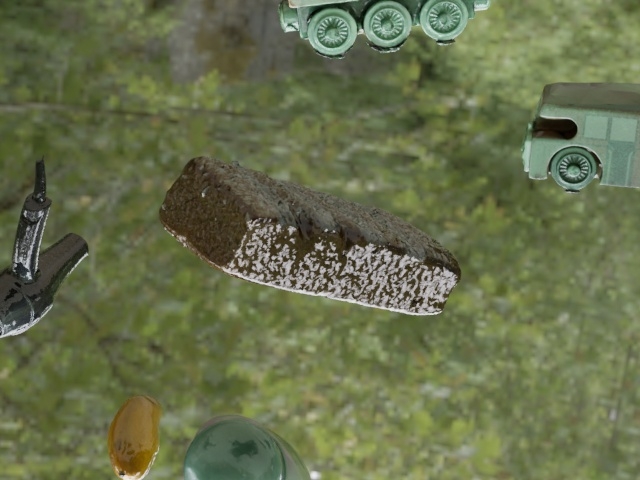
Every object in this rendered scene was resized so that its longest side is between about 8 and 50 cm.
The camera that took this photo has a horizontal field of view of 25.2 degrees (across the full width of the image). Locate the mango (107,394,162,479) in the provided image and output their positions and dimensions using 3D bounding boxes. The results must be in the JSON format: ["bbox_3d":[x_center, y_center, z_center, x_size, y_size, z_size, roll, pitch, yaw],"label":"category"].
[{"bbox_3d":[-0.306,0.323,2.381,0.075,0.098,0.190,-23,-149,26],"label":"mango"}]

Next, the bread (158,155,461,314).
[{"bbox_3d":[0.000,0.000,1.824,0.416,0.113,0.165,14,-161,-47],"label":"bread"}]

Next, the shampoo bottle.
[{"bbox_3d":[-0.116,0.357,2.201,0.222,0.151,0.349,48,177,13],"label":"shampoo bottle"}]

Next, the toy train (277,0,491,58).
[{"bbox_3d":[0.050,-0.218,1.167,0.175,0.118,0.074,-5,-151,0],"label":"toy train"}]

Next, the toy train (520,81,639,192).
[{"bbox_3d":[0.470,-0.152,2.177,0.326,0.159,0.129,6,-154,8],"label":"toy train"}]

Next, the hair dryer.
[{"bbox_3d":[-0.383,-0.008,1.999,0.091,0.272,0.235,28,-142,10],"label":"hair dryer"}]
